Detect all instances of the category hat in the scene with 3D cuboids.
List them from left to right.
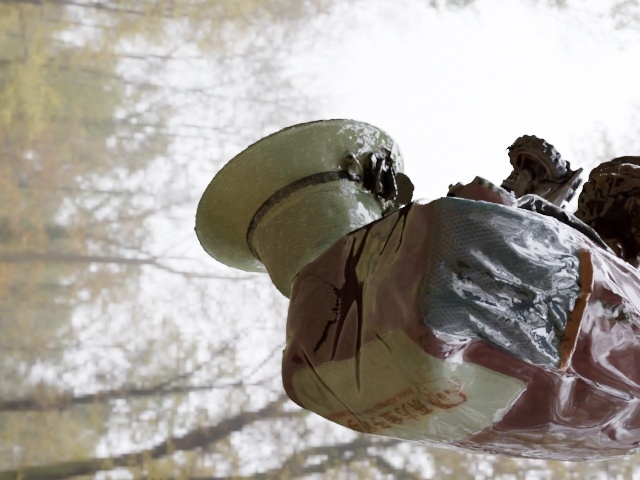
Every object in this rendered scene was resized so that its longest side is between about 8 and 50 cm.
[{"bbox_3d":[0.000,0.000,1.334,0.257,0.257,0.130,-62,-138,43],"label":"hat"}]

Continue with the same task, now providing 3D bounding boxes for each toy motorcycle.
[{"bbox_3d":[0.237,-0.028,1.328,0.122,0.080,0.215,37,-25,13],"label":"toy motorcycle"}]

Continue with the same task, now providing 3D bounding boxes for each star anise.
[{"bbox_3d":[0.272,0.020,1.179,0.190,0.126,0.220,-16,120,-80],"label":"star anise"}]

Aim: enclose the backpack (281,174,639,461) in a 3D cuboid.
[{"bbox_3d":[0.159,0.073,0.959,0.283,0.317,0.197,153,-50,-64],"label":"backpack"}]
